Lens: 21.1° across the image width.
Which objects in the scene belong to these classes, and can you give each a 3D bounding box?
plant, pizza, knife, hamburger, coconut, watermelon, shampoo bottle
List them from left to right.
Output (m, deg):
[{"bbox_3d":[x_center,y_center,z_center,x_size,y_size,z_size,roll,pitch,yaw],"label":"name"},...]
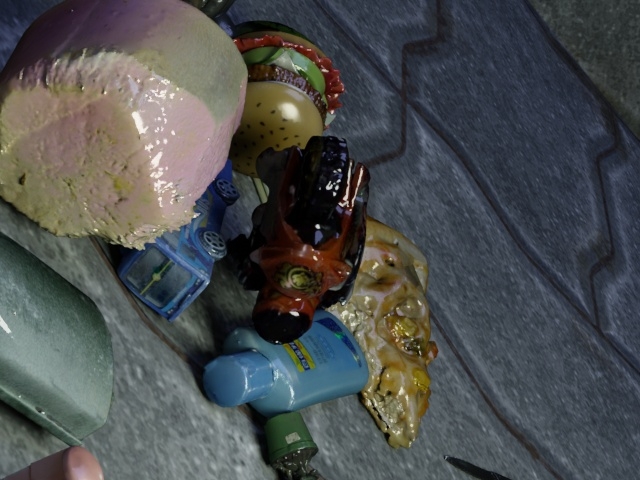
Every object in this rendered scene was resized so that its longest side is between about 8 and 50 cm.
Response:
[{"bbox_3d":[-0.190,-0.121,1.627,0.233,0.233,0.245,48,28,-16],"label":"coconut"},{"bbox_3d":[-0.064,-0.149,1.978,0.175,0.175,0.137,41,41,-30],"label":"hamburger"},{"bbox_3d":[-0.065,-0.211,2.147,0.094,0.135,0.125,84,-8,-47],"label":"watermelon"},{"bbox_3d":[-0.038,0.130,1.767,0.104,0.061,0.258,56,23,12],"label":"shampoo bottle"},{"bbox_3d":[-0.023,0.222,1.688,0.051,0.051,0.102,20,46,-53],"label":"plant"},{"bbox_3d":[0.076,0.099,1.990,0.189,0.071,0.297,41,38,-37],"label":"pizza"},{"bbox_3d":[0.201,0.285,2.081,0.170,0.010,0.023,28,29,-43],"label":"knife"}]

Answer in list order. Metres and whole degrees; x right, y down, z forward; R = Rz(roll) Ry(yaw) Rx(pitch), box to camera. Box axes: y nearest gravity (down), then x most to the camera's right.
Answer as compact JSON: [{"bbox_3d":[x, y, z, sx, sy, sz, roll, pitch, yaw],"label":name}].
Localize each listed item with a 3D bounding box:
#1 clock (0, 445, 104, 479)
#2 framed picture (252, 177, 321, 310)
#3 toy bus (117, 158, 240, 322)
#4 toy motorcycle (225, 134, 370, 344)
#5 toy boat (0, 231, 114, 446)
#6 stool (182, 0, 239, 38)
[{"bbox_3d":[-0.155,0.303,1.240,0.241,0.142,0.227,46,24,-44],"label":"clock"},{"bbox_3d":[0.000,0.000,2.072,0.197,0.014,0.252,22,39,-51],"label":"framed picture"},{"bbox_3d":[-0.146,-0.017,1.750,0.094,0.079,0.236,31,29,-13],"label":"toy bus"},{"bbox_3d":[-0.025,0.003,1.780,0.134,0.207,0.401,12,-1,-7],"label":"toy motorcycle"},{"bbox_3d":[-0.275,0.050,1.357,0.319,0.092,0.141,45,25,-47],"label":"toy boat"},{"bbox_3d":[-0.157,-0.305,2.003,0.228,0.153,0.139,52,24,-8],"label":"stool"}]
